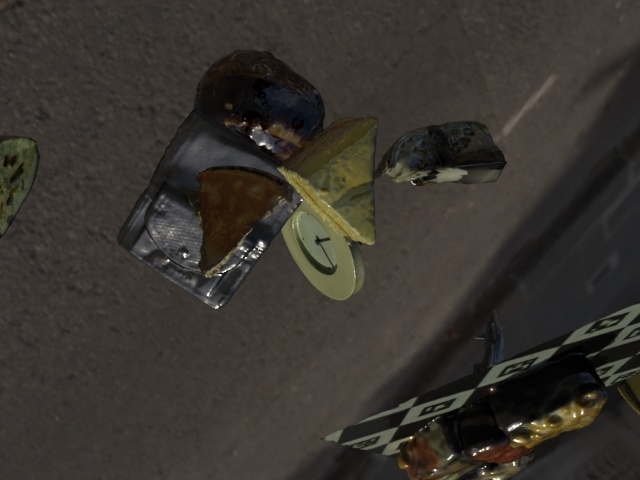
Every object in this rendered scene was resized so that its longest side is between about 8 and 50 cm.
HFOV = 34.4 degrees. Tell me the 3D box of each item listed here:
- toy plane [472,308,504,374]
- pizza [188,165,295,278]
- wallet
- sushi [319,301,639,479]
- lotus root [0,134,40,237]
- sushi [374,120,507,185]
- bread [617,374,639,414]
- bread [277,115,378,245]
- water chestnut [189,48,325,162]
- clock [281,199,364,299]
[{"bbox_3d":[0.369,0.281,2.271,0.088,0.267,0.212,-20,148,29],"label":"toy plane"},{"bbox_3d":[-0.140,-0.026,1.613,0.195,0.185,0.052,-68,152,-19],"label":"pizza"},{"bbox_3d":[-0.197,-0.046,1.811,0.323,0.247,0.041,-52,-168,26],"label":"wallet"},{"bbox_3d":[0.182,0.157,0.900,0.292,0.059,0.294,-25,157,12],"label":"sushi"},{"bbox_3d":[-0.532,-0.089,1.638,0.183,0.078,0.204,92,23,-67],"label":"lotus root"},{"bbox_3d":[0.210,-0.167,1.953,0.272,0.109,0.134,-4,166,-5],"label":"sushi"},{"bbox_3d":[0.550,0.182,1.328,0.264,0.168,0.163,-42,138,21],"label":"bread"},{"bbox_3d":[0.018,-0.089,1.409,0.266,0.141,0.178,-163,-93,-79],"label":"bread"},{"bbox_3d":[-0.131,-0.282,2.175,0.300,0.300,0.300,-37,152,-23],"label":"water chestnut"},{"bbox_3d":[0.000,0.000,1.899,0.029,0.235,0.235,-29,149,-26],"label":"clock"}]
